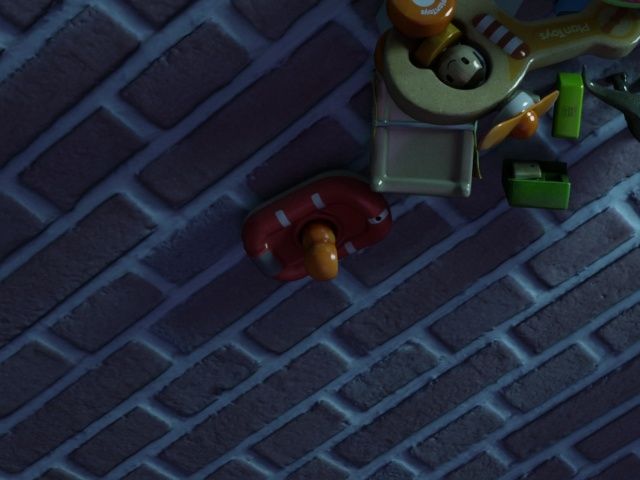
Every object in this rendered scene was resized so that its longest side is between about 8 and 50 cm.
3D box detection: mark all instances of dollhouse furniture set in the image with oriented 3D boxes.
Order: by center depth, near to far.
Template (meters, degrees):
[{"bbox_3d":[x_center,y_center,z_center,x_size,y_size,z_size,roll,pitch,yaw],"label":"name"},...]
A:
[{"bbox_3d":[0.223,-0.165,1.797,0.301,0.151,0.198,4,107,6],"label":"dollhouse furniture set"}]

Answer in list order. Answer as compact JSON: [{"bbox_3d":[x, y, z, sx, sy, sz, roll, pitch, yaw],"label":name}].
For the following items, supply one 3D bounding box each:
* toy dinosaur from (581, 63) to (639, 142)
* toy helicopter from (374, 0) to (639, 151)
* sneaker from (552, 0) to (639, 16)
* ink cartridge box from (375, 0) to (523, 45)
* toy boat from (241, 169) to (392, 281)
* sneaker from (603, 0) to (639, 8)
[{"bbox_3d":[0.503,-0.172,1.793,0.121,0.160,0.313,-34,130,17],"label":"toy dinosaur"},{"bbox_3d":[0.252,-0.228,1.531,0.355,0.235,0.140,-15,155,-14],"label":"toy helicopter"},{"bbox_3d":[0.489,-0.318,1.687,0.340,0.125,0.140,-6,142,-2],"label":"sneaker"},{"bbox_3d":[0.185,-0.338,1.624,0.153,0.087,0.208,13,127,-22],"label":"ink cartridge box"},{"bbox_3d":[0.000,0.000,1.840,0.231,0.151,0.151,-27,131,12],"label":"toy boat"},{"bbox_3d":[0.539,-0.425,1.509,0.482,0.185,0.202,-26,99,-6],"label":"sneaker"}]
